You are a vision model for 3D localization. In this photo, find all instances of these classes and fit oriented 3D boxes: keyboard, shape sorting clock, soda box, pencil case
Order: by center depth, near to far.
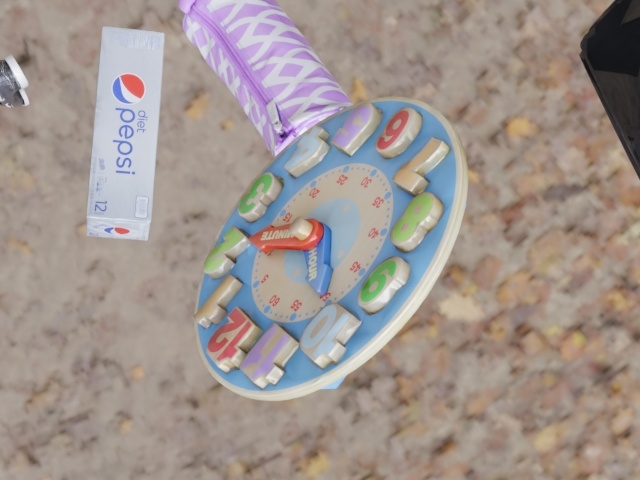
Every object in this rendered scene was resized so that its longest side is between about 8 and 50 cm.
[{"bbox_3d":[0.000,0.000,0.851,0.040,0.206,0.206,33,107,-35],"label":"shape sorting clock"},{"bbox_3d":[-0.042,-0.133,1.194,0.088,0.206,0.086,2,130,-39],"label":"pencil case"},{"bbox_3d":[0.333,-0.136,1.216,0.033,0.317,0.201,20,127,-32],"label":"keyboard"},{"bbox_3d":[-0.274,-0.149,2.021,0.091,0.286,0.098,4,163,-8],"label":"soda box"}]

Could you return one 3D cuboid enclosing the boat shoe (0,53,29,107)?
[{"bbox_3d":[-0.310,-0.150,1.410,0.038,0.125,0.046,-29,95,-12],"label":"boat shoe"}]
